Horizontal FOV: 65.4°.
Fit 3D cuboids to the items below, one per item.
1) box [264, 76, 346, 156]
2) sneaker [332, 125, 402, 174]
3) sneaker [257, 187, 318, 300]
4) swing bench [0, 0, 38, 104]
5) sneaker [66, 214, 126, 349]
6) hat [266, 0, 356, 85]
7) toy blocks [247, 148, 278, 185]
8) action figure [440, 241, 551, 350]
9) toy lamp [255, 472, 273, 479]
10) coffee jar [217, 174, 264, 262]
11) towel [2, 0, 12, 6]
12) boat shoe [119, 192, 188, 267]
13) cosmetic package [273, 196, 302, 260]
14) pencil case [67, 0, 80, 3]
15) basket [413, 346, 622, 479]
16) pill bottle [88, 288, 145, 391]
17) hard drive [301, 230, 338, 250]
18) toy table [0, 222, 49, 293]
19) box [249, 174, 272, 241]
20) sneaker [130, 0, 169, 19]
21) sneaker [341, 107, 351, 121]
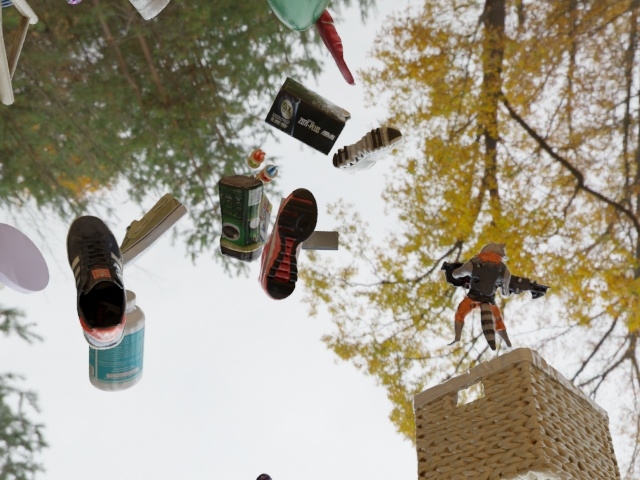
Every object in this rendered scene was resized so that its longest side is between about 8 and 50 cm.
[{"bbox_3d":[-0.029,-0.267,1.056,0.078,0.147,0.180,-58,-169,22],"label":"box"},{"bbox_3d":[0.188,-0.335,1.885,0.292,0.118,0.110,-20,-127,33],"label":"sneaker"},{"bbox_3d":[-0.110,0.001,1.372,0.136,0.115,0.314,13,-96,59],"label":"sneaker"},{"bbox_3d":[-0.541,-0.335,0.641,0.253,0.165,0.254,12,165,-18],"label":"swing bench"},{"bbox_3d":[-0.538,0.081,1.215,0.131,0.350,0.148,-11,163,-28],"label":"sneaker"},{"bbox_3d":[-0.045,-0.340,0.749,0.173,0.184,0.208,-35,-105,-29],"label":"hat"},{"bbox_3d":[-0.195,-0.262,1.720,0.054,0.123,0.148,-25,-179,-27],"label":"toy blocks"},{"bbox_3d":[0.541,0.166,1.508,0.340,0.331,0.178,4,172,5],"label":"action figure"},{"bbox_3d":[-0.074,0.713,1.389,0.274,0.080,0.080,-10,-148,40],"label":"toy lamp"},{"bbox_3d":[-0.174,-0.045,1.092,0.096,0.185,0.079,17,-154,25],"label":"coffee jar"},{"bbox_3d":[-0.558,-0.468,0.873,0.067,0.120,0.029,-16,169,-4],"label":"towel"},{"bbox_3d":[-0.541,-0.022,1.518,0.302,0.094,0.109,-47,-173,-23],"label":"boat shoe"},{"bbox_3d":[-0.110,-0.017,1.674,0.098,0.239,0.060,14,-176,-27],"label":"cosmetic package"},{"bbox_3d":[-0.746,-0.729,1.392,0.070,0.151,0.064,-62,-166,1],"label":"pencil case"},{"bbox_3d":[0.420,0.463,1.081,0.328,0.331,0.267,-39,-156,34],"label":"basket"},{"bbox_3d":[-0.561,0.271,1.376,0.146,0.264,0.146,9,-161,-3],"label":"pill bottle"},{"bbox_3d":[0.000,0.000,1.821,0.135,0.022,0.094,2,-140,2],"label":"hard drive"},{"bbox_3d":[-0.928,0.071,1.415,0.160,0.274,0.252,-14,-132,0],"label":"toy table"},{"bbox_3d":[-0.247,-0.117,1.862,0.044,0.159,0.233,-19,-146,18],"label":"box"},{"bbox_3d":[-0.361,-0.615,1.023,0.108,0.169,0.293,-16,-129,30],"label":"sneaker"},{"bbox_3d":[0.046,-0.419,1.793,0.152,0.054,0.061,-44,-133,-7],"label":"sneaker"}]
